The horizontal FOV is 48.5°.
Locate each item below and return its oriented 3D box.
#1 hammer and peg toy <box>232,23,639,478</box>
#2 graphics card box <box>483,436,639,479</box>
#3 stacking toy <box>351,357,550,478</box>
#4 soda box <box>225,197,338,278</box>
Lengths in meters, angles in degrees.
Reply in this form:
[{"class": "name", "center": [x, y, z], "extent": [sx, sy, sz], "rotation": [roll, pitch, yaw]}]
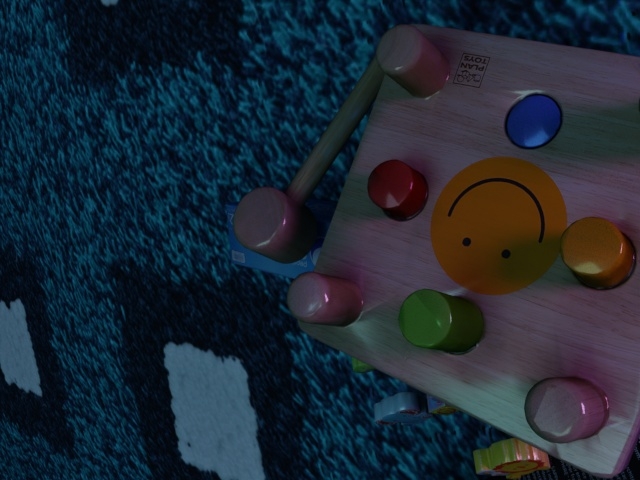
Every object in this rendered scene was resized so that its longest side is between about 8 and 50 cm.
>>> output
[{"class": "hammer and peg toy", "center": [0.082, -0.034, 0.513], "extent": [0.361, 0.127, 0.266], "rotation": [23, 93, 34]}, {"class": "graphics card box", "center": [0.206, 0.274, 0.522], "extent": [0.371, 0.094, 0.233], "rotation": [-53, 38, 40]}, {"class": "stacking toy", "center": [0.094, 0.140, 0.623], "extent": [0.221, 0.052, 0.167], "rotation": [-42, 42, 45]}, {"class": "soda box", "center": [0.000, 0.000, 0.709], "extent": [0.210, 0.071, 0.067], "rotation": [12, 112, 42]}]
